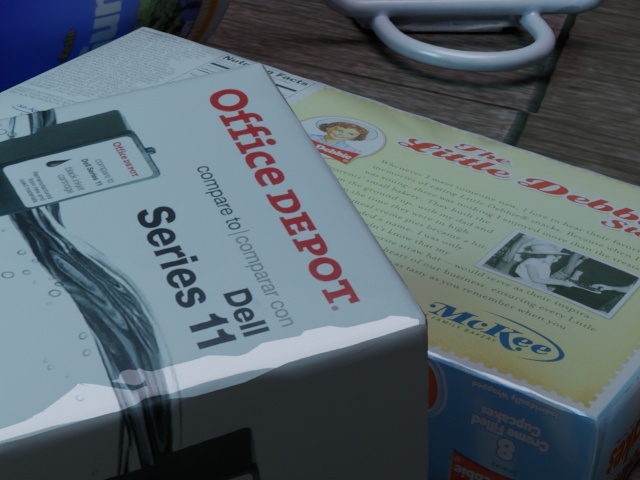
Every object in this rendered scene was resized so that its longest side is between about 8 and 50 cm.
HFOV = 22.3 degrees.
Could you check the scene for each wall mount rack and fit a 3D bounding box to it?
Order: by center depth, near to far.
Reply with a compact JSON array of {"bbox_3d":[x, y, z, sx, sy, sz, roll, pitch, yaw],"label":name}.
[{"bbox_3d":[0.016,-0.227,1.059,0.304,0.130,0.350,-2,27,-17],"label":"wall mount rack"}]

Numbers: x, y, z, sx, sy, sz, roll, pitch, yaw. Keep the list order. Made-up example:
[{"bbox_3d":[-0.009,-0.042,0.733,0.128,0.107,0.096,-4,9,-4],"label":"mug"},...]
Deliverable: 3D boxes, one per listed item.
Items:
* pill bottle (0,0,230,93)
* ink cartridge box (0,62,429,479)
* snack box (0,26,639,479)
[{"bbox_3d":[-0.184,-0.135,0.806,0.152,0.152,0.272,27,33,33],"label":"pill bottle"},{"bbox_3d":[-0.087,0.035,0.505,0.208,0.087,0.153,-15,42,-16],"label":"ink cartridge box"},{"bbox_3d":[0.000,0.000,0.688,0.322,0.060,0.187,20,31,24],"label":"snack box"}]
